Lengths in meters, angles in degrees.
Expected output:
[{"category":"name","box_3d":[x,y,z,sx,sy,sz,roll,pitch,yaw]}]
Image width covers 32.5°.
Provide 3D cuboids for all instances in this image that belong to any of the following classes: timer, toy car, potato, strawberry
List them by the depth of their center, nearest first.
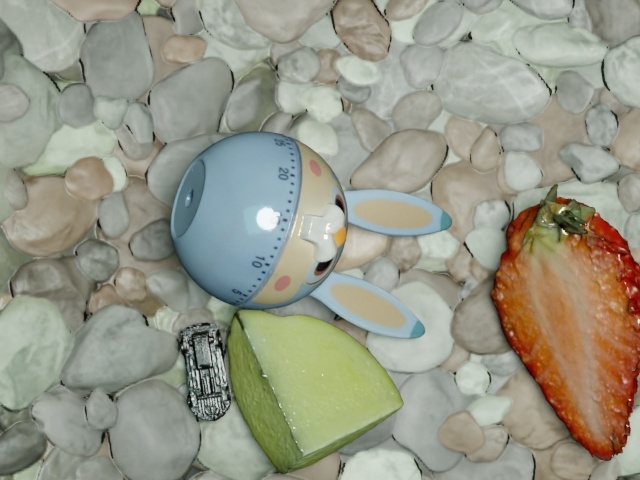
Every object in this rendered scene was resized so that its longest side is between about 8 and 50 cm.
[{"category":"timer","box_3d":[-0.007,-0.003,0.972,0.256,0.175,0.175,16,90,-1]},{"category":"strawberry","box_3d":[0.247,0.062,1.001,0.107,0.175,0.235,-26,129,-31]},{"category":"potato","box_3d":[-0.012,0.129,1.031,0.120,0.081,0.149,-17,72,-31]},{"category":"toy car","box_3d":[-0.108,0.125,1.037,0.041,0.025,0.093,-8,87,0]}]
